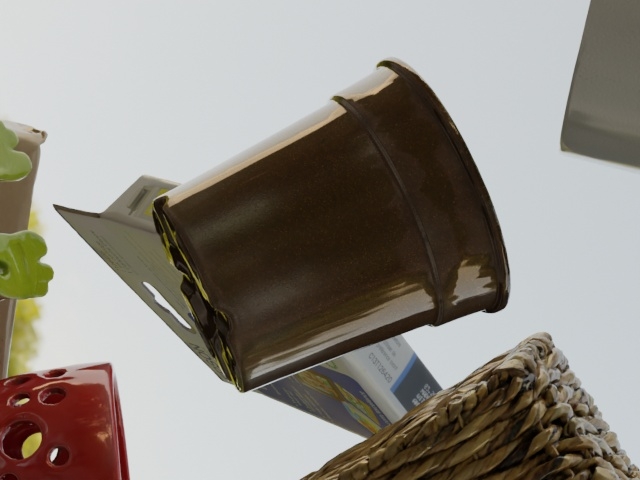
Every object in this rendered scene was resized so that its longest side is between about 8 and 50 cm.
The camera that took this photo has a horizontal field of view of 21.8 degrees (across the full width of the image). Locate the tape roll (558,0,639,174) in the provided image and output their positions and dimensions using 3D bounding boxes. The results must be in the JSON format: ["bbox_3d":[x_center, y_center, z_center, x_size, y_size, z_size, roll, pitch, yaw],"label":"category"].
[{"bbox_3d":[0.244,-0.145,0.923,0.169,0.246,0.246,15,-45,9],"label":"tape roll"}]

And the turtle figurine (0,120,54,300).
[{"bbox_3d":[-0.261,0.009,0.974,0.217,0.087,0.269,-28,-123,32],"label":"turtle figurine"}]

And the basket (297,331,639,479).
[{"bbox_3d":[0.087,0.234,1.150,0.223,0.299,0.213,59,13,4],"label":"basket"}]

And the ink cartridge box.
[{"bbox_3d":[-0.053,0.063,1.510,0.307,0.072,0.303,19,-24,45],"label":"ink cartridge box"}]

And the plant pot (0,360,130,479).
[{"bbox_3d":[-0.241,0.201,1.343,0.191,0.174,0.191,173,-90,-87],"label":"plant pot"}]

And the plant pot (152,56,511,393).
[{"bbox_3d":[0.000,0.000,0.975,0.167,0.165,0.167,60,-13,24],"label":"plant pot"}]

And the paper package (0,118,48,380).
[{"bbox_3d":[-0.432,0.030,1.446,0.168,0.325,0.309,16,-81,61],"label":"paper package"}]
